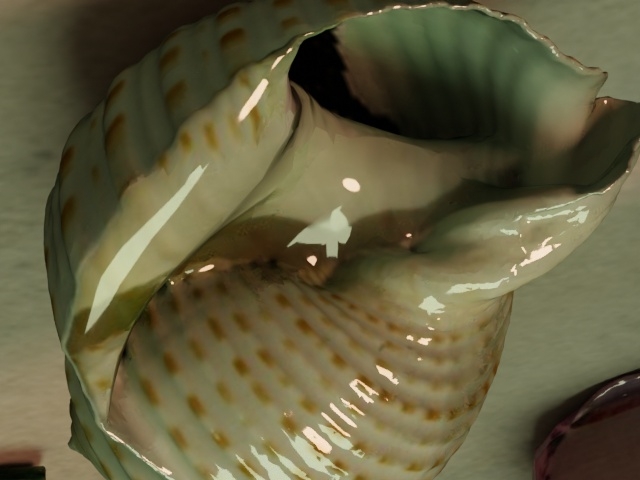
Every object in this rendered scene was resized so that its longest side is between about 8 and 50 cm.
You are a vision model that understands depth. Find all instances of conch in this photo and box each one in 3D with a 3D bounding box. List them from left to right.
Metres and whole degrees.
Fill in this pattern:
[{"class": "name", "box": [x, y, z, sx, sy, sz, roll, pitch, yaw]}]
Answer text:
[{"class": "conch", "box": [-0.006, -0.002, 0.540, 0.200, 0.131, 0.172, -43, 121, -4]}]

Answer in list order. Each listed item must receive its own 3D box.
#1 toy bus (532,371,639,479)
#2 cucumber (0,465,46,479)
[{"class": "toy bus", "box": [0.246, 0.118, 0.847, 0.302, 0.128, 0.147, -19, 145, 13]}, {"class": "cucumber", "box": [-0.173, 0.125, 0.765, 0.105, 0.048, 0.048, -1, 148, -16]}]
